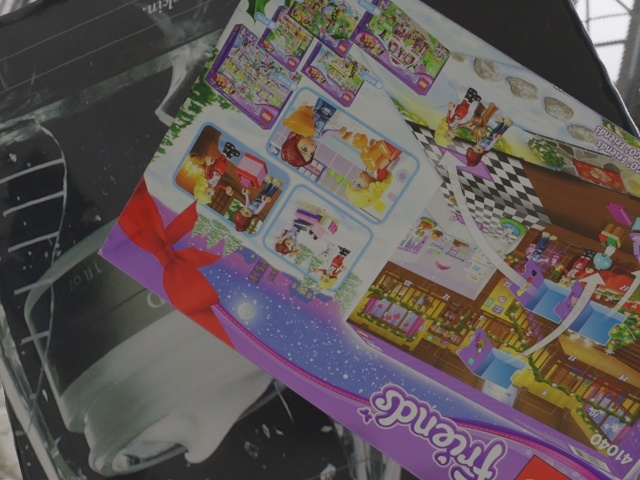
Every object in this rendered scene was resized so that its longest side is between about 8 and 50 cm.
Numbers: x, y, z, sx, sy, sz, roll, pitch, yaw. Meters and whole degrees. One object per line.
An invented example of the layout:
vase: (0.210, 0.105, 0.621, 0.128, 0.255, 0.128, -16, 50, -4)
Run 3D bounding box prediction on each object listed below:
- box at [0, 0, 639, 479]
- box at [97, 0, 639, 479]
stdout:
box: (0.000, 0.000, 0.684, 0.480, 0.297, 0.471, -22, -106, 6)
box: (0.056, 0.003, 0.417, 0.293, 0.057, 0.201, 34, -76, 5)
